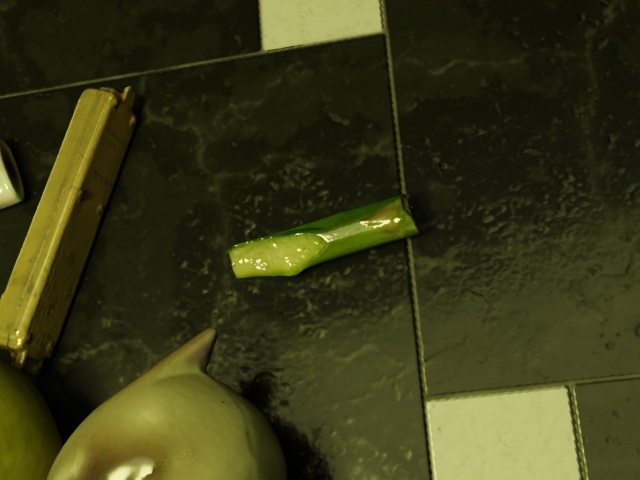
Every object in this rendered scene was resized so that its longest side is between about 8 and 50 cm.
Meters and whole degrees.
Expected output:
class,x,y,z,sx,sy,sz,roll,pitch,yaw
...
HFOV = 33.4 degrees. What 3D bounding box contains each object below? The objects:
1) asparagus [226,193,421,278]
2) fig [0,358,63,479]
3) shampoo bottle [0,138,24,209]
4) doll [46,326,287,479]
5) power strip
class,x,y,z,sx,sy,sz,roll,pitch,yaw
asparagus,0.000,0.000,0.962,0.179,0.041,0.045,-17,61,8
fig,-0.333,0.197,0.876,0.207,0.230,0.207,14,112,37
shampoo bottle,-0.350,-0.052,1.055,0.099,0.043,0.072,-24,69,4
doll,-0.079,0.269,0.802,0.370,0.226,0.215,51,123,17
power strip,-0.243,-0.011,1.006,0.044,0.064,0.305,12,75,18
